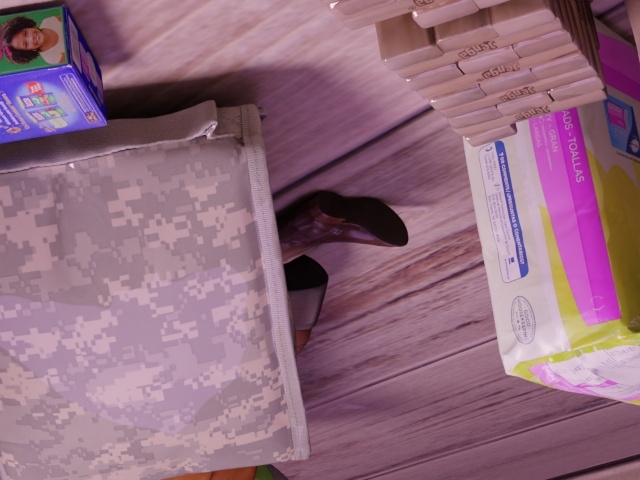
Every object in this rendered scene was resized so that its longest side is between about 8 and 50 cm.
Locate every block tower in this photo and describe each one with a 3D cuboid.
[{"bbox_3d":[0.055,-0.144,0.683,0.097,0.090,0.335,-14,162,19],"label":"block tower"}]

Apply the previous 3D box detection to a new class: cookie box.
[{"bbox_3d":[-0.185,-0.090,0.813,0.107,0.040,0.092,-9,162,1],"label":"cookie box"}]

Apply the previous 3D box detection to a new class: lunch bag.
[{"bbox_3d":[-0.140,0.028,0.975,0.235,0.169,0.287,-9,134,-4],"label":"lunch bag"}]

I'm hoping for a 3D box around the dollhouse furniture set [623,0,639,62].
[{"bbox_3d":[0.264,-0.171,0.701,0.262,0.135,0.259,-20,170,32],"label":"dollhouse furniture set"}]

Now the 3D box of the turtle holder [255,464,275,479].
[{"bbox_3d":[-0.179,0.224,1.477,0.243,0.227,0.320,-9,162,0],"label":"turtle holder"}]

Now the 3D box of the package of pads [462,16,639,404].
[{"bbox_3d":[0.208,-0.005,0.953,0.101,0.229,0.296,-20,160,31],"label":"package of pads"}]

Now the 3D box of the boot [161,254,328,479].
[{"bbox_3d":[-0.143,0.138,1.242,0.264,0.096,0.280,-6,128,-42],"label":"boot"}]

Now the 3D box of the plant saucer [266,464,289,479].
[{"bbox_3d":[-0.189,0.288,1.717,0.401,0.100,0.400,10,-169,-2],"label":"plant saucer"}]

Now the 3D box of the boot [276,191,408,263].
[{"bbox_3d":[0.000,0.000,1.181,0.106,0.037,0.114,21,145,-33],"label":"boot"}]
